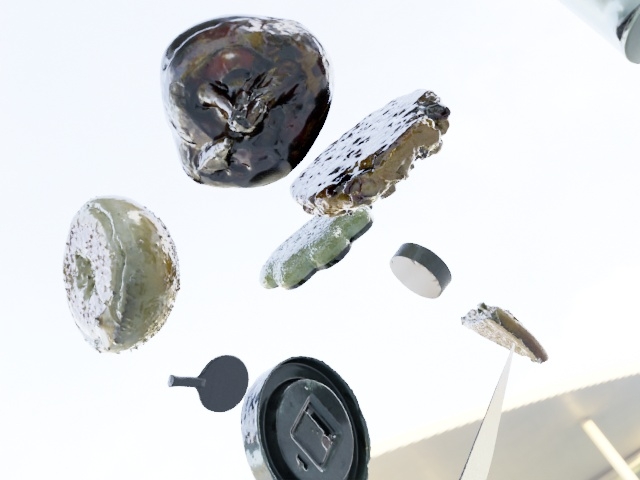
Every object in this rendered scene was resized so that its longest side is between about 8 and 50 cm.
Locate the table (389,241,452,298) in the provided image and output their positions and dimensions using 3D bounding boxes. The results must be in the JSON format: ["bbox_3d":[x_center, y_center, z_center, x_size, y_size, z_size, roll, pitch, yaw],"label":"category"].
[{"bbox_3d":[0.213,0.065,1.752,0.043,0.133,0.133,-50,-33,-25],"label":"table"}]

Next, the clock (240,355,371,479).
[{"bbox_3d":[-0.022,0.339,1.412,0.055,0.280,0.281,-27,-30,37],"label":"clock"}]

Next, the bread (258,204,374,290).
[{"bbox_3d":[0.000,0.000,1.604,0.286,0.207,0.056,-43,-72,-9],"label":"bread"}]

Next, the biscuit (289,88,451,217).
[{"bbox_3d":[0.086,-0.135,1.333,0.289,0.334,0.081,-38,-73,-2],"label":"biscuit"}]

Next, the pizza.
[{"bbox_3d":[0.341,0.165,1.581,0.185,0.195,0.052,44,-105,-26],"label":"pizza"}]

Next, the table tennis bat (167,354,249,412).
[{"bbox_3d":[-0.275,0.357,2.049,0.236,0.027,0.150,11,-92,-40],"label":"table tennis bat"}]

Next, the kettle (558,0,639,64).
[{"bbox_3d":[0.480,-0.455,1.322,0.265,0.318,0.205,-2,-45,-43],"label":"kettle"}]

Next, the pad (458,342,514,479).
[{"bbox_3d":[0.129,0.219,0.707,0.267,0.004,0.181,-46,-35,-55],"label":"pad"}]

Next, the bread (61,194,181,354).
[{"bbox_3d":[-0.360,0.063,1.497,0.159,0.305,0.305,4,-51,-39],"label":"bread"}]

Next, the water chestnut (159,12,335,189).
[{"bbox_3d":[-0.108,-0.210,1.254,0.289,0.244,0.289,-16,-31,-10],"label":"water chestnut"}]
